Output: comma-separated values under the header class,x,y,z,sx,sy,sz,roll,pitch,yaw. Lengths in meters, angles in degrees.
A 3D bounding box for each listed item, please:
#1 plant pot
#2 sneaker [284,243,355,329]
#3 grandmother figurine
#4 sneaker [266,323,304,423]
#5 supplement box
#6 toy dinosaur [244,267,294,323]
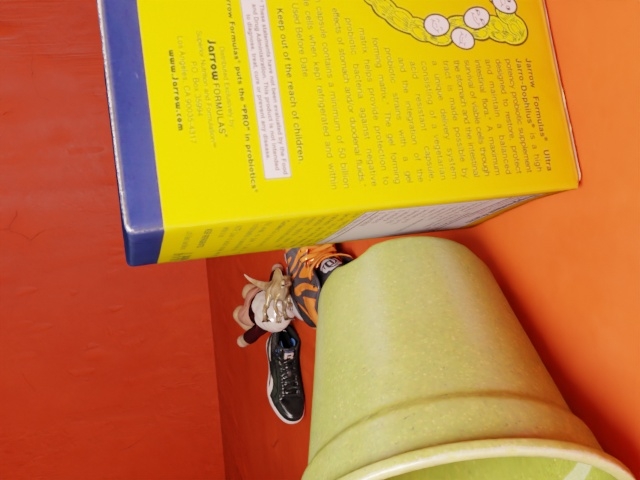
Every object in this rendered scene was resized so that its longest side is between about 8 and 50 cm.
class,x,y,z,sx,sy,sz,roll,pitch,yaw
plant pot,0.095,0.144,0.606,0.253,0.276,0.276,-98,12,-46
sneaker,0.000,0.000,1.100,0.180,0.125,0.321,-162,55,-68
grandmother figurine,-0.127,0.152,1.558,0.342,0.104,0.207,177,107,-76
sneaker,-0.078,0.288,1.503,0.121,0.079,0.216,111,149,-58
supplement box,0.003,-0.102,0.589,0.194,0.357,0.195,150,113,-72
toy dinosaur,-0.076,0.093,1.160,0.183,0.053,0.092,173,95,-65
